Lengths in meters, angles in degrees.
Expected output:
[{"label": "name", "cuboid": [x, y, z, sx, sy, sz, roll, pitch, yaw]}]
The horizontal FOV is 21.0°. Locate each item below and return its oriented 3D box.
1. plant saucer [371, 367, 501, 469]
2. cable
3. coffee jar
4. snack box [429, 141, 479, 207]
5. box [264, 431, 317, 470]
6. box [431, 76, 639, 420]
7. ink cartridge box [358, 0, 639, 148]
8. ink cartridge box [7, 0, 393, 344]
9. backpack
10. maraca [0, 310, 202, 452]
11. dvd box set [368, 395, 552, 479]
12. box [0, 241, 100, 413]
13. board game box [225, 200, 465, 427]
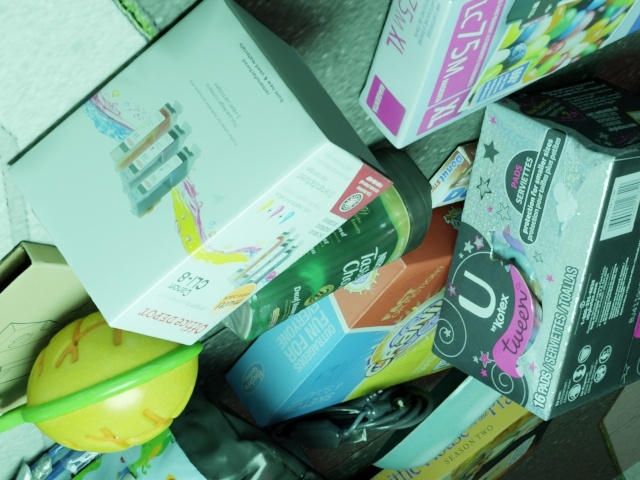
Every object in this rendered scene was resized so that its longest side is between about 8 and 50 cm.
[{"label": "plant saucer", "cuboid": [0.180, 0.142, 1.878, 0.317, 0.044, 0.317, -46, 178, -3]}, {"label": "cable", "cuboid": [0.024, 0.172, 1.746, 0.150, 0.047, 0.184, -16, -176, -40]}, {"label": "coffee jar", "cuboid": [0.000, 0.000, 1.354, 0.184, 0.079, 0.096, -29, 159, -21]}, {"label": "snack box", "cuboid": [0.166, -0.070, 1.553, 0.178, 0.022, 0.064, -15, 153, -46]}, {"label": "box", "cuboid": [-0.109, 0.537, 1.798, 0.472, 0.480, 0.297, -30, 159, -17]}, {"label": "box", "cuboid": [0.214, 0.003, 1.499, 0.163, 0.142, 0.247, -15, 124, -44]}, {"label": "ink cartridge box", "cuboid": [0.182, -0.193, 1.248, 0.311, 0.065, 0.186, -29, 160, -23]}, {"label": "ink cartridge box", "cuboid": [-0.074, -0.039, 1.072, 0.176, 0.127, 0.128, -39, 161, 10]}, {"label": "backpack", "cuboid": [-0.174, 0.297, 1.524, 0.355, 0.273, 0.290, -54, 152, -5]}, {"label": "maraca", "cuboid": [-0.162, 0.105, 1.244, 0.186, 0.099, 0.127, -21, 180, 44]}, {"label": "dvd box set", "cuboid": [0.147, 0.328, 2.312, 0.420, 0.062, 0.307, -34, 161, -22]}, {"label": "box", "cuboid": [-0.209, 0.068, 1.251, 0.164, 0.021, 0.201, -42, 159, 15]}, {"label": "board game box", "cuboid": [0.089, 0.054, 1.646, 0.316, 0.064, 0.242, -12, 149, -49]}]
